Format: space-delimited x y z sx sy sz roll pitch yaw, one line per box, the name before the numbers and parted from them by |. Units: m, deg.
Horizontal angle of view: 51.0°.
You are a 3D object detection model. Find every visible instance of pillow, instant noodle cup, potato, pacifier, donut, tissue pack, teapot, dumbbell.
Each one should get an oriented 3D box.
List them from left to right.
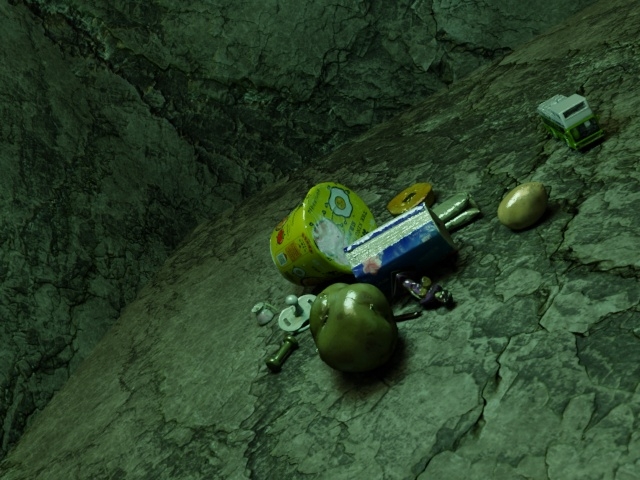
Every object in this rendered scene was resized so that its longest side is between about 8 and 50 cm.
teapot | -0.193 0.246 2.312 0.083 0.064 0.064 -31 19 11
dumbbell | -0.113 0.332 1.974 0.052 0.046 0.118 -22 22 50
pacifier | -0.072 0.218 2.092 0.150 0.117 0.127 -32 43 -3
instant noodle cup | 0.000 0.000 2.243 0.254 0.326 0.326 -30 16 44
potato | 0.070 0.214 1.702 0.202 0.218 0.351 1 -1 -23
tissue pack | 0.228 0.031 1.884 0.269 0.209 0.137 -29 62 15
donut | 0.325 -0.131 2.362 0.178 0.065 0.162 -32 23 6
pillow | 0.395 -0.077 2.072 0.181 0.078 0.134 -33 14 15
potato | 0.545 -0.094 1.803 0.147 0.112 0.112 -38 16 13

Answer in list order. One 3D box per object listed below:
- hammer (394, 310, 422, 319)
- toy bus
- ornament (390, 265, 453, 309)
hammer | 0.195 0.210 1.782 0.178 0.021 0.065 -15 26 41
toy bus | 0.763 -0.378 2.078 0.113 0.139 0.302 -29 16 11
ornament | 0.281 0.132 1.754 0.081 0.088 0.203 -17 19 -33
